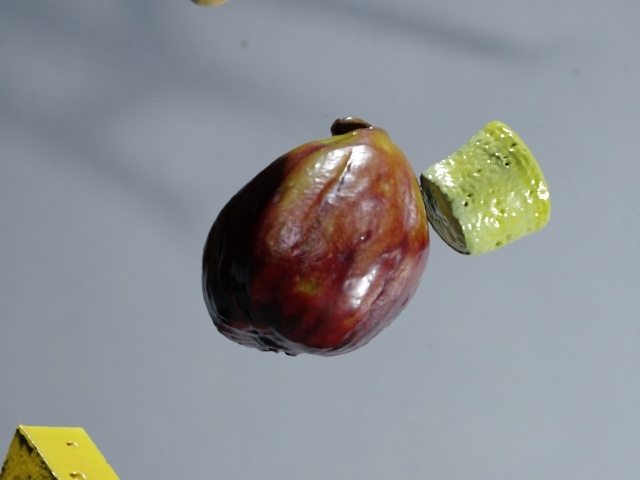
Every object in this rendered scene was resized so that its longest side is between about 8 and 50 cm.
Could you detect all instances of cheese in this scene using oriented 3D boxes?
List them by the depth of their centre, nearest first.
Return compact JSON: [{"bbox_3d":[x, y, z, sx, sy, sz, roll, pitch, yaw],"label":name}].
[{"bbox_3d":[-0.312,0.310,1.191,0.126,0.093,0.171,42,105,37],"label":"cheese"}]

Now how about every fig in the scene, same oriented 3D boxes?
[{"bbox_3d":[-0.001,0.013,1.076,0.263,0.224,0.224,-44,69,9],"label":"fig"}]

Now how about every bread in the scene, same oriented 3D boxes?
[{"bbox_3d":[0.171,-0.046,1.093,0.114,0.129,0.111,-28,61,-6],"label":"bread"}]

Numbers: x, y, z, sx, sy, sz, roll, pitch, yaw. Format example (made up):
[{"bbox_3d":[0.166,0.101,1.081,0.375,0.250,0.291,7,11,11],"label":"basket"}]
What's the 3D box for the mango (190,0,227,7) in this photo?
[{"bbox_3d":[-0.083,-0.298,1.054,0.165,0.115,0.089,-41,98,18],"label":"mango"}]
